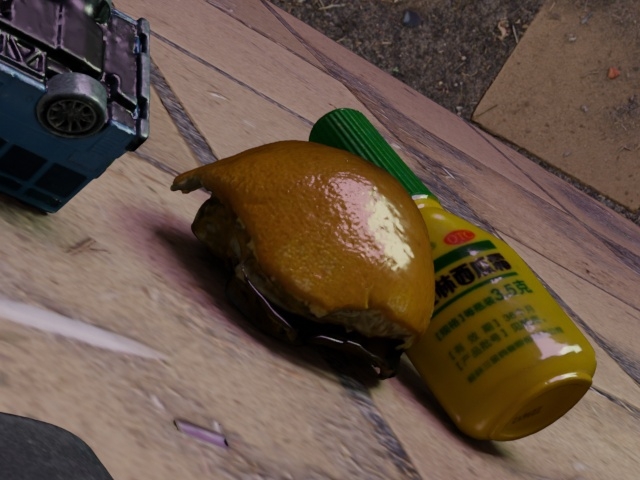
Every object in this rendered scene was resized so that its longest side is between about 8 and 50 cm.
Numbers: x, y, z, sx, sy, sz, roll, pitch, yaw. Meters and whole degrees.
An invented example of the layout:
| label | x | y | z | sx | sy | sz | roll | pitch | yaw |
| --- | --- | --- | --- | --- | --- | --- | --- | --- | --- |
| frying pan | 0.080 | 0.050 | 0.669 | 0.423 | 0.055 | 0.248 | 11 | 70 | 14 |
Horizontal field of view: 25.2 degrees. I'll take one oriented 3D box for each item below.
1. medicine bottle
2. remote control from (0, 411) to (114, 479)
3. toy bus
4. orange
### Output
| label | x | y | z | sx | sy | sz | roll | pitch | yaw |
| --- | --- | --- | --- | --- | --- | --- | --- | --- | --- |
| medicine bottle | 0.068 | 0.012 | 0.904 | 0.260 | 0.095 | 0.064 | 55 | -12 | 36 |
| remote control | -0.001 | 0.165 | 0.293 | 0.377 | 0.044 | 0.107 | 44 | 11 | 38 |
| toy bus | -0.181 | -0.094 | 0.692 | 0.184 | 0.106 | 0.090 | 26 | 45 | -34 |
| orange | 0.000 | 0.000 | 0.827 | 0.170 | 0.112 | 0.160 | 45 | 10 | -4 |
